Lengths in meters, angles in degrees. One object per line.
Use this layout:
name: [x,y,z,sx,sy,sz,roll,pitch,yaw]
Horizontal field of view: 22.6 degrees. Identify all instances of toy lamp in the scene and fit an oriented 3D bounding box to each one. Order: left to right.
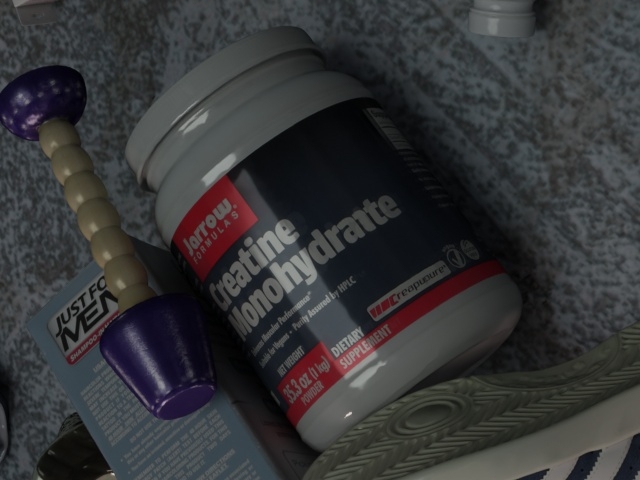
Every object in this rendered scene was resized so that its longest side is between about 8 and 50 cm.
toy lamp: [-0.148,0.001,1.136,0.080,0.080,0.275,-44,60,33]

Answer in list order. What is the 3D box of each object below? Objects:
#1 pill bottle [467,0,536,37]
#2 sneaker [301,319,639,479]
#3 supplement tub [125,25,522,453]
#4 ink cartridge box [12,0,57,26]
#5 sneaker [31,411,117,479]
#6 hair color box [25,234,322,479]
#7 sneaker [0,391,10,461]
pill bottle: [0.130,-0.202,1.111,0.065,0.065,0.116,13,108,32]
sneaker: [0.163,0.158,1.042,0.350,0.131,0.148,-18,108,-5]
supplement tub: [0.000,0.000,1.168,0.191,0.191,0.272,-45,75,33]
ink cartridge box: [-0.245,-0.229,1.375,0.028,0.048,0.083,-18,91,36]
sneaker: [-0.128,0.310,1.384,0.182,0.158,0.410,-137,27,-72]
hair color box: [-0.047,0.181,1.193,0.113,0.185,0.374,-41,65,13]
sneaker: [-0.402,0.208,1.550,0.153,0.099,0.282,44,118,21]
